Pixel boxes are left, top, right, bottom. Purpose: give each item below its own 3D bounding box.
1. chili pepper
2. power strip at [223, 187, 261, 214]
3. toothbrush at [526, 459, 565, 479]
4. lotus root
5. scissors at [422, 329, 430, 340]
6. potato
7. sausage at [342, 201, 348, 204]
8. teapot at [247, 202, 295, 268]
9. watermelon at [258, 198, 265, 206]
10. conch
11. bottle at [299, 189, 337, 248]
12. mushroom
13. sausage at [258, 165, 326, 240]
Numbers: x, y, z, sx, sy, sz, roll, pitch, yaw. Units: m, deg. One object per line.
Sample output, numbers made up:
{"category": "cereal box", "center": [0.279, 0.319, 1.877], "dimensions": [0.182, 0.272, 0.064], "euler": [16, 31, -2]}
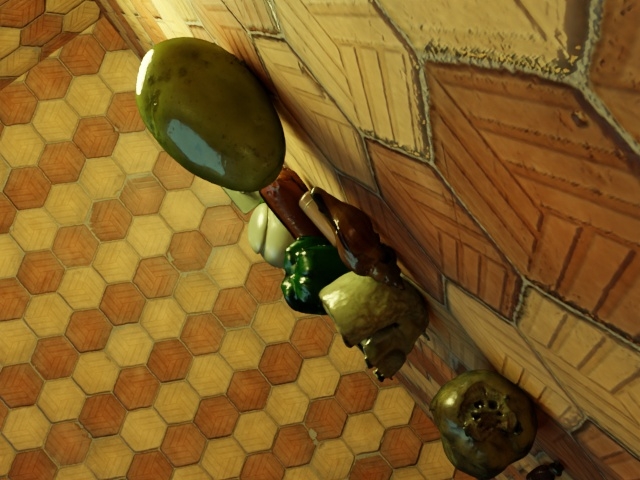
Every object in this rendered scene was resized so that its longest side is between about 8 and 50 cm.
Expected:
{"category": "chili pepper", "center": [0.032, 0.080, 1.232], "dimensions": [0.261, 0.174, 0.165], "euler": [11, 163, -41]}
{"category": "power strip", "center": [-0.263, -0.189, 1.929], "dimensions": [0.140, 0.139, 0.224], "euler": [55, 173, -25]}
{"category": "toothbrush", "center": [0.454, 0.478, 1.111], "dimensions": [0.041, 0.041, 0.364], "euler": [48, 173, 30]}
{"category": "lotus root", "center": [0.266, 0.299, 0.898], "dimensions": [0.160, 0.152, 0.275], "euler": [45, 166, 27]}
{"category": "scissors", "center": [0.203, 0.180, 1.258], "dimensions": [0.110, 0.021, 0.212], "euler": [57, 172, -23]}
{"category": "potato", "center": [-0.187, -0.213, 0.935], "dimensions": [0.304, 0.216, 0.216], "euler": [53, 174, 7]}
{"category": "sausage", "center": [0.065, -0.014, 1.070], "dimensions": [0.029, 0.029, 0.223], "euler": [47, 172, 33]}
{"category": "teapot", "center": [-0.129, -0.058, 1.530], "dimensions": [0.149, 0.220, 0.318], "euler": [10, -160, -17]}
{"category": "watermelon", "center": [-0.124, -0.062, 1.741], "dimensions": [0.232, 0.127, 0.204], "euler": [33, 158, 55]}
{"category": "conch", "center": [0.059, 0.001, 0.944], "dimensions": [0.233, 0.080, 0.086], "euler": [48, 142, -4]}
{"category": "bottle", "center": [0.013, -0.045, 1.159], "dimensions": [0.140, 0.053, 0.053], "euler": [49, 174, 16]}
{"category": "mushroom", "center": [0.109, 0.140, 1.060], "dimensions": [0.189, 0.164, 0.267], "euler": [51, 179, 43]}
{"category": "sausage", "center": [-0.034, -0.049, 1.284], "dimensions": [0.102, 0.102, 0.330], "euler": [44, 172, 47]}
